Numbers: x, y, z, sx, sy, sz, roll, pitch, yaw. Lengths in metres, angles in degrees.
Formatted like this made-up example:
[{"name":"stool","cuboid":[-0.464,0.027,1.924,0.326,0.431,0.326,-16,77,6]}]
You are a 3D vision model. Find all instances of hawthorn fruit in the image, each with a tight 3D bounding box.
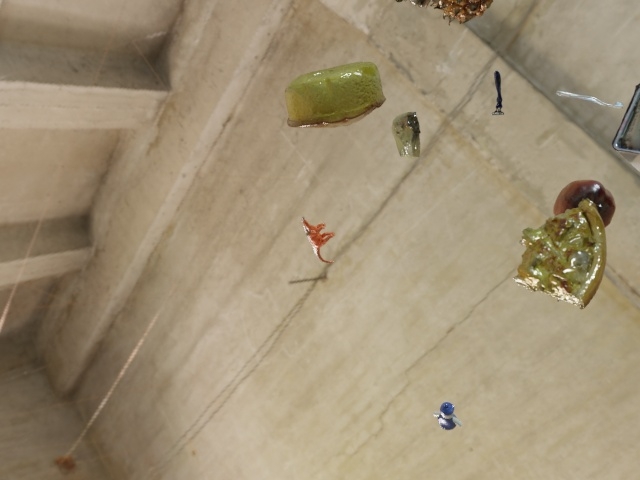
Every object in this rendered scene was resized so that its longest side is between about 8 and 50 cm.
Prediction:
[{"name":"hawthorn fruit","cuboid":[0.758,-0.099,1.768,0.169,0.169,0.188,-41,5,10]}]

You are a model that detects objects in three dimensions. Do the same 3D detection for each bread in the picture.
[{"name":"bread","cuboid":[0.034,-0.370,1.585,0.270,0.270,0.147,-23,-69,-26]}]

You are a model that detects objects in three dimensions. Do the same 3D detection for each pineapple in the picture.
[{"name":"pineapple","cuboid":[0.303,-0.702,1.654,0.272,0.262,0.262,-21,-29,-30]}]

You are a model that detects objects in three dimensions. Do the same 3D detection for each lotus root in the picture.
[{"name":"lotus root","cuboid":[0.266,-0.337,1.899,0.070,0.142,0.144,-12,-17,-2]}]

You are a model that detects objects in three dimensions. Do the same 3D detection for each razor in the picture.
[{"name":"razor","cuboid":[0.626,-0.521,2.150,0.028,0.044,0.154,-27,-65,-48]}]

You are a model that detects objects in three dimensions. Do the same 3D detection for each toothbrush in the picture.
[{"name":"toothbrush","cuboid":[0.680,-0.356,1.544,0.017,0.162,0.014,-64,-24,-19]}]

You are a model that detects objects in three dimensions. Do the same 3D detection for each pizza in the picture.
[{"name":"pizza","cuboid":[0.591,0.025,1.518,0.223,0.323,0.089,-7,-43,35]}]

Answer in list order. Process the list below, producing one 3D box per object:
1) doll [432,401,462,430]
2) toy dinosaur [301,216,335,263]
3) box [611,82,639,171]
[{"name":"doll","cuboid":[0.404,0.560,1.945,0.057,0.099,0.142,-54,-35,-33]},{"name":"toy dinosaur","cuboid":[0.000,-0.004,2.061,0.102,0.055,0.279,-22,-47,17]},{"name":"box","cuboid":[0.886,-0.243,1.539,0.370,0.112,0.190,20,-88,-40]}]
